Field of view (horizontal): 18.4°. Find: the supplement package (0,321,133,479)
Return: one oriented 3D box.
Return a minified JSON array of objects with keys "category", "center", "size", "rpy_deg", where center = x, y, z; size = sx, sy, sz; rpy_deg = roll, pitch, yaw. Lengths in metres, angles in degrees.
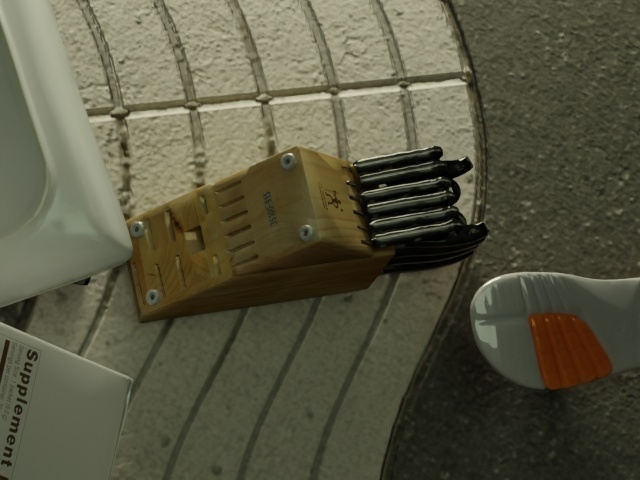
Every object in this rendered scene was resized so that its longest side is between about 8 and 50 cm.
[{"category":"supplement package","center":[-0.319,0.143,1.471],"size":[0.293,0.177,0.175],"rpy_deg":[28,62,-35]}]

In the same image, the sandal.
[{"category":"sandal","center":[0.226,0.081,1.745],"size":[0.265,0.076,0.102],"rpy_deg":[0,84,-35]}]

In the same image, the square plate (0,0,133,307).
[{"category":"square plate","center":[-0.366,-0.084,1.616],"size":[0.347,0.049,0.344],"rpy_deg":[-20,74,1]}]

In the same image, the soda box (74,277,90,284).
[{"category":"soda box","center":[-0.273,-0.006,1.664],"size":[0.169,0.053,0.060],"rpy_deg":[8,68,-10]}]

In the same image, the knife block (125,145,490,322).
[{"category":"knife block","center":[0.000,0.000,1.722],"size":[0.276,0.242,0.088],"rpy_deg":[-23,69,27]}]
